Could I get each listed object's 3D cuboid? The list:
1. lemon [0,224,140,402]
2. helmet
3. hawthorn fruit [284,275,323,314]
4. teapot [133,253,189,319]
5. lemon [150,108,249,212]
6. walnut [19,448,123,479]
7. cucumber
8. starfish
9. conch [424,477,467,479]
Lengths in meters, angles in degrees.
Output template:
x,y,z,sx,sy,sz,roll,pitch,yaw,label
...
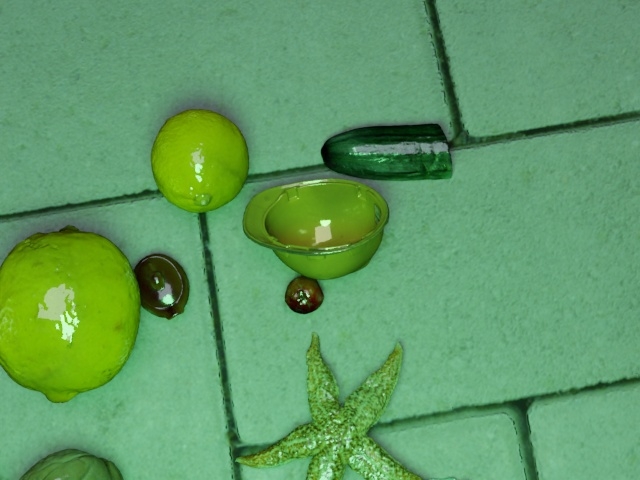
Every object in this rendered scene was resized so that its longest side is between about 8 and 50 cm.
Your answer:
x,y,z,sx,sy,sz,roll,pitch,yaw,label
-0.428,0.122,1.516,0.261,0.260,0.283,22,74,5,lemon
0.000,0.000,1.610,0.257,0.140,0.205,-2,41,10,helmet
-0.031,0.100,1.616,0.077,0.077,0.077,0,75,-1,hawthorn fruit
-0.285,0.083,1.613,0.098,0.078,0.129,-26,77,-7,teapot
-0.216,-0.140,1.623,0.178,0.178,0.203,-9,50,-3,lemon
-0.429,0.444,1.462,0.178,0.178,0.230,39,82,9,walnut
0.123,-0.169,1.701,0.244,0.063,0.115,-5,74,-1,cucumber
0.014,0.325,1.543,0.347,0.078,0.357,-24,68,1,starfish
0.175,0.461,1.532,0.180,0.088,0.065,-39,123,-17,conch
